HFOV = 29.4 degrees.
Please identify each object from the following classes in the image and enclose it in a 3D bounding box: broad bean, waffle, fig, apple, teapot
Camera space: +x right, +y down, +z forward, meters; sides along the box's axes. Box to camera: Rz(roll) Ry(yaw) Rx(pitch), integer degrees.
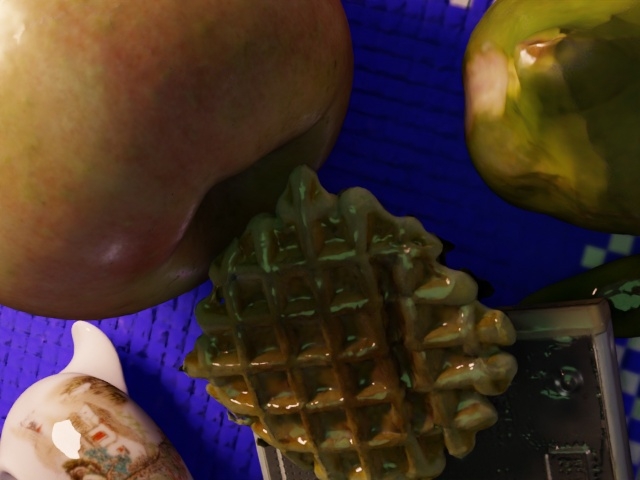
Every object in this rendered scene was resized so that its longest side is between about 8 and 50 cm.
[{"bbox_3d":[0.263,0.020,0.815,0.297,0.043,0.060,-23,80,19],"label":"broad bean"},{"bbox_3d":[0.018,0.072,0.808,0.214,0.054,0.208,33,112,-2],"label":"waffle"},{"bbox_3d":[0.173,-0.091,0.716,0.206,0.275,0.206,1,93,19],"label":"fig"},{"bbox_3d":[-0.147,-0.107,0.819,0.277,0.319,0.319,47,107,15],"label":"apple"},{"bbox_3d":[-0.146,0.199,0.916,0.298,0.139,0.204,52,147,15],"label":"teapot"}]

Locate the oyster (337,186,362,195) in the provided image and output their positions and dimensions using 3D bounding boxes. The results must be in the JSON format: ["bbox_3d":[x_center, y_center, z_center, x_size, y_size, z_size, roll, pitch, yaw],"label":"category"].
[{"bbox_3d":[0.000,0.000,0.898,0.083,0.081,0.038,-18,113,52],"label":"oyster"}]

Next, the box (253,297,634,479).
[{"bbox_3d":[0.081,0.147,0.867,0.270,0.045,0.211,-4,105,21],"label":"box"}]
